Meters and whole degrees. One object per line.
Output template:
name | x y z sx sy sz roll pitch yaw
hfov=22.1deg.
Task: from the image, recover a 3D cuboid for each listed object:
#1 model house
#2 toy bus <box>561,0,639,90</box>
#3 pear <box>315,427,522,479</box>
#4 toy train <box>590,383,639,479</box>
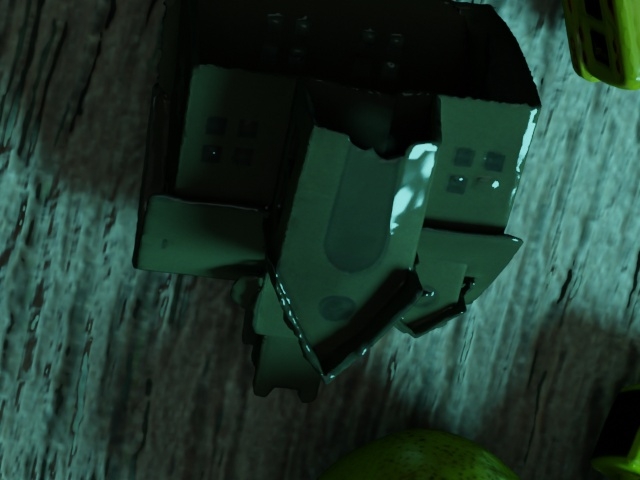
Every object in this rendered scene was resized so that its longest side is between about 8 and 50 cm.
model house | 0.000 0.000 0.940 0.211 0.204 0.243 7 122 -8
toy bus | 0.304 -0.179 0.927 0.331 0.151 0.145 -13 105 -1
pear | 0.059 0.211 0.998 0.198 0.198 0.198 -2 107 -5
toy train | 0.222 0.178 1.025 0.127 0.089 0.219 29 76 -10
